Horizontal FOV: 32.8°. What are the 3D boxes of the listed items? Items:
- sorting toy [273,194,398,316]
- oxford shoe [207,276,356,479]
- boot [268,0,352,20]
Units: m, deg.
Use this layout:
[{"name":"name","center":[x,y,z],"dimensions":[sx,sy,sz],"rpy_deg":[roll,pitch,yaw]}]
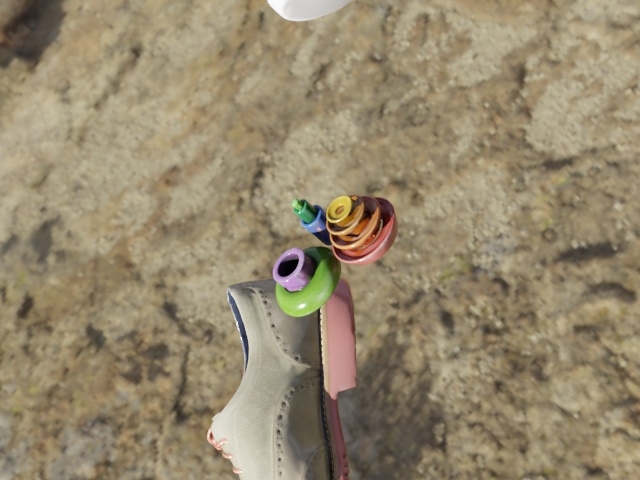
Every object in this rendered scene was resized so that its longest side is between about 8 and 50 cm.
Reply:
[{"name":"sorting toy","center":[0.000,0.000,0.693],"dimensions":[0.102,0.042,0.061],"rpy_deg":[-38,39,17]},{"name":"oxford shoe","center":[-0.040,0.202,0.986],"dimensions":[0.123,0.130,0.348],"rpy_deg":[120,152,-69]},{"name":"boot","center":[0.019,-0.208,0.667],"dimensions":[0.190,0.086,0.069],"rpy_deg":[-36,-13,-30]}]
